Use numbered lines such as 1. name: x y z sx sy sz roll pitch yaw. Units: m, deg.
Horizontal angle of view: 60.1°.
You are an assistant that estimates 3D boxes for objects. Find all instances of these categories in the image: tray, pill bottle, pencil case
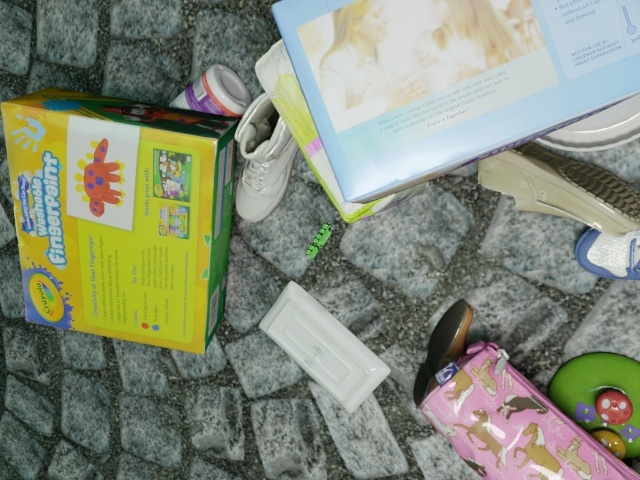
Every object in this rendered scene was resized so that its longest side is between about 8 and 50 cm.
1. tray: -0.002 0.220 1.123 0.270 0.030 0.145 41 116 12
2. pill bottle: -0.238 -0.247 1.087 0.194 0.108 0.108 -31 87 28
3. pencil case: 0.334 0.328 0.826 0.386 0.160 0.167 43 157 23

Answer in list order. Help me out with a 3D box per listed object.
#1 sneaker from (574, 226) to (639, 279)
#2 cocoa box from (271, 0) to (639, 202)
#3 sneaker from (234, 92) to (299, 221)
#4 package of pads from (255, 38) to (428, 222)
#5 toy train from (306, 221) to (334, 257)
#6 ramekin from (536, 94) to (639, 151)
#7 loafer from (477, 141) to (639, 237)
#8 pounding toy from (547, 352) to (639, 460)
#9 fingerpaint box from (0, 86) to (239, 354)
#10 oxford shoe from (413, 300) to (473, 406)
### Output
1. sneaker: 0.516 0.012 0.772 0.297 0.131 0.111 -4 101 28
2. cocoa box: 0.158 -0.206 0.644 0.347 0.228 0.231 -21 91 10
3. sneaker: -0.116 -0.150 1.018 0.108 0.169 0.292 34 115 13
4. package of pads: 0.042 -0.182 0.899 0.101 0.229 0.296 -33 86 27
5. toy train: 0.000 0.000 1.080 0.024 0.017 0.083 36 114 4
6. ramekin: 0.378 -0.257 0.779 0.273 0.127 0.272 6 104 26
7. loafer: 0.356 -0.078 0.848 0.269 0.102 0.092 38 136 30
8. pounding toy: 0.433 0.292 0.885 0.237 0.110 0.182 -28 88 27
9. fingerpaint box: -0.367 -0.034 1.060 0.372 0.163 0.444 9 117 2
10. oxford shoe: 0.236 0.207 0.996 0.076 0.076 0.212 14 107 -9
